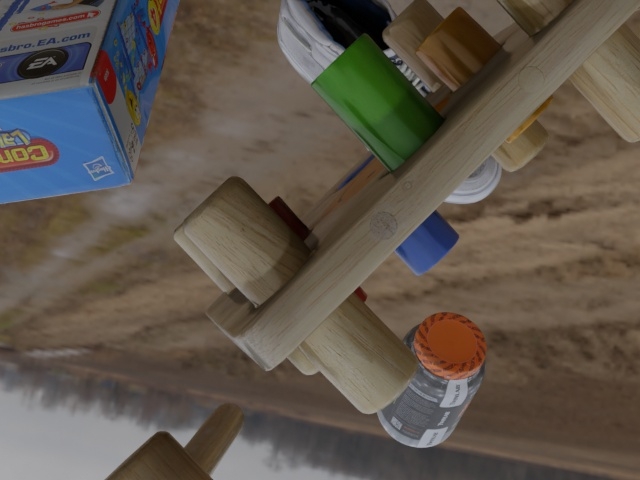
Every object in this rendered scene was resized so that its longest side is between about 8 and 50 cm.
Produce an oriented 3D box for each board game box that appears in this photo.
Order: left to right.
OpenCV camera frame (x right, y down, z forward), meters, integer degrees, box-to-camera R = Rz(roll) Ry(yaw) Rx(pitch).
[{"bbox_3d":[-0.272,-0.148,0.851,0.308,0.302,0.086,-7,131,10],"label":"board game box"}]

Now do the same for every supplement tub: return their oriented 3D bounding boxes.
[{"bbox_3d":[0.148,0.183,1.493,0.117,0.117,0.190,12,142,-4],"label":"supplement tub"}]

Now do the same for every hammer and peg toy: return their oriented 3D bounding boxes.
[{"bbox_3d":[0.000,0.000,0.610,0.127,0.361,0.266,46,174,-5],"label":"hammer and peg toy"}]

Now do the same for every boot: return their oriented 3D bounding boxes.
[{"bbox_3d":[0.060,-0.138,1.000,0.258,0.095,0.123,40,170,7],"label":"boot"}]

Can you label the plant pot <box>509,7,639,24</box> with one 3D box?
[{"bbox_3d":[0.406,-0.485,1.873,0.257,0.274,0.256,-19,-174,2],"label":"plant pot"}]
